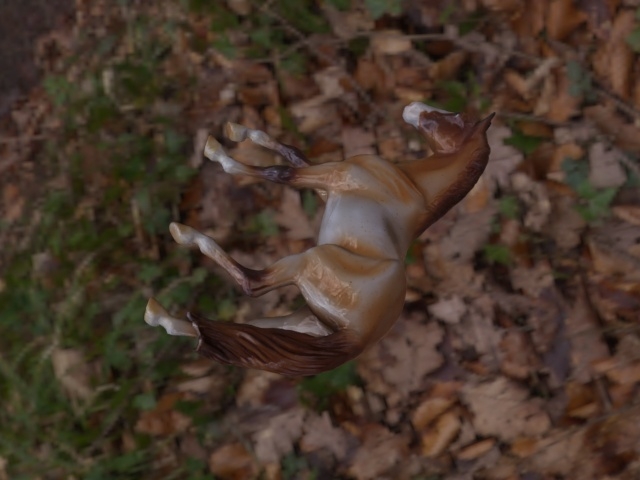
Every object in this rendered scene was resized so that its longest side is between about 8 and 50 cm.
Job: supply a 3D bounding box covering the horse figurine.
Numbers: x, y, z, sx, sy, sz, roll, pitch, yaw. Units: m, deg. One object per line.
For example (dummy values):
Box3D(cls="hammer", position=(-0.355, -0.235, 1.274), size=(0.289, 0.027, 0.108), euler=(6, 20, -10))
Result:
Box3D(cls="horse figurine", position=(0.000, 0.000, 0.860), size=(0.174, 0.263, 0.066), euler=(15, 134, 5))
